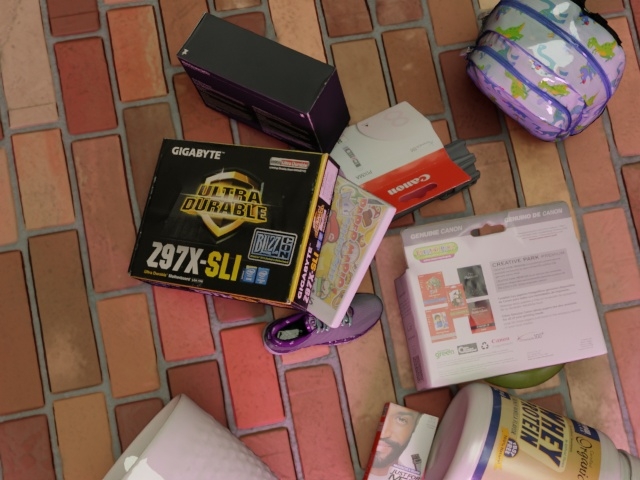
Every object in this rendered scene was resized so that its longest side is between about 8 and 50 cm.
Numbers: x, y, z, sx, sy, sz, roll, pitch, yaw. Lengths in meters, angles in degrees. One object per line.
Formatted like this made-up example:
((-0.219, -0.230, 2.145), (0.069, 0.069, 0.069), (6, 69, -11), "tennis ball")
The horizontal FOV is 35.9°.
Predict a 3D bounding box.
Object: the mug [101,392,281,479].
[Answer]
((-0.211, 0.483, 1.568), (0.328, 0.276, 0.374), (41, 109, -5), "mug")

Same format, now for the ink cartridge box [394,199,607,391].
((0.297, 0.096, 1.697), (0.309, 0.130, 0.272), (-9, 79, -7), "ink cartridge box")

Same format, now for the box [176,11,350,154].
((-0.093, -0.262, 1.692), (0.261, 0.184, 0.103), (26, 79, 18), "box")

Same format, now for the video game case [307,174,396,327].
((0.000, 0.000, 1.675), (0.206, 0.026, 0.227), (33, 102, 34), "video game case")

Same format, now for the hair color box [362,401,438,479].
((0.135, 0.374, 1.709), (0.093, 0.053, 0.167), (17, 78, -2), "hair color box")

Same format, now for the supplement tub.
((0.352, 0.392, 1.640), (0.316, 0.228, 0.228), (22, 79, -2), "supplement tub")

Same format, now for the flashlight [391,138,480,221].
((0.135, -0.087, 1.765), (0.304, 0.103, 0.103), (-28, 81, -9), "flashlight")

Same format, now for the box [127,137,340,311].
((-0.148, -0.032, 1.668), (0.322, 0.079, 0.257), (9, 80, 25), "box")

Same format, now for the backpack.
((0.385, -0.306, 1.700), (0.290, 0.355, 0.273), (45, 80, 2), "backpack")

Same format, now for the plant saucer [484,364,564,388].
((0.354, 0.146, 1.780), (0.240, 0.037, 0.241), (1, 80, -6), "plant saucer")

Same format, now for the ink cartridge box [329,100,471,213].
((0.124, -0.144, 1.723), (0.189, 0.232, 0.066), (-25, 124, -11), "ink cartridge box")

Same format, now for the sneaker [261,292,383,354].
((0.009, 0.146, 1.712), (0.223, 0.098, 0.083), (-19, 83, -9), "sneaker")
